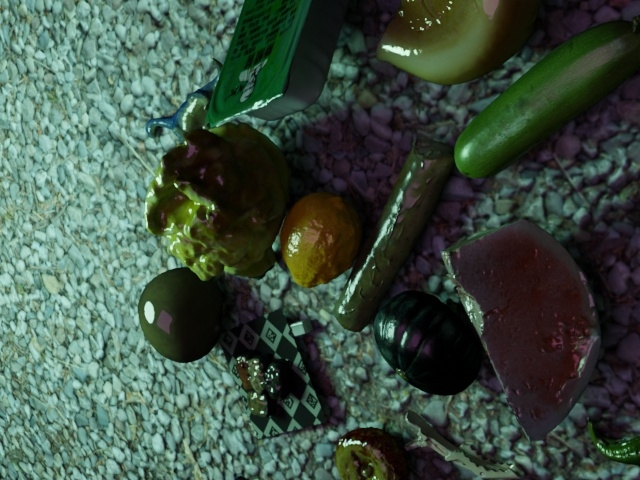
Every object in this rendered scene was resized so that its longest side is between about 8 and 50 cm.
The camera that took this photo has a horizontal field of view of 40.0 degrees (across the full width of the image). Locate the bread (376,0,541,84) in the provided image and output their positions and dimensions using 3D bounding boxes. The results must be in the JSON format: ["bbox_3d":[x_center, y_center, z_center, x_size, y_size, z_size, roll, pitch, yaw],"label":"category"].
[{"bbox_3d":[0.188,-0.396,1.280,0.333,0.160,0.333,15,113,39],"label":"bread"}]

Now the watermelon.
[{"bbox_3d":[0.295,0.132,1.311,0.224,0.180,0.305,-26,86,52],"label":"watermelon"}]

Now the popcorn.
[{"bbox_3d":[-0.178,-0.068,1.538,0.237,0.292,0.293,168,87,-72],"label":"popcorn"}]

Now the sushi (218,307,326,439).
[{"bbox_3d":[-0.116,0.272,1.706,0.219,0.047,0.231,-26,84,44],"label":"sushi"}]

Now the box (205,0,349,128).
[{"bbox_3d":[-0.048,-0.330,1.427,0.264,0.106,0.337,-9,62,56],"label":"box"}]

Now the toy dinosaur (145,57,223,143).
[{"bbox_3d":[-0.261,-0.269,1.701,0.188,0.075,0.248,41,127,31],"label":"toy dinosaur"}]

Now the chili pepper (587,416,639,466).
[{"bbox_3d":[0.538,0.252,1.232,0.359,0.076,0.085,-29,108,37],"label":"chili pepper"}]

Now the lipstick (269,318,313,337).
[{"bbox_3d":[-0.060,0.173,1.675,0.107,0.025,0.025,-20,88,42],"label":"lipstick"}]

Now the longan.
[{"bbox_3d":[-0.275,0.147,1.743,0.189,0.189,0.189,9,105,35],"label":"longan"}]

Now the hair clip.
[{"bbox_3d":[0.238,0.368,1.496,0.226,0.034,0.072,22,116,29],"label":"hair clip"}]

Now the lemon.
[{"bbox_3d":[0.000,0.000,1.520,0.142,0.142,0.187,35,119,25],"label":"lemon"}]

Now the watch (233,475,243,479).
[{"bbox_3d":[-0.156,0.677,1.841,0.274,0.068,0.276,50,124,22],"label":"watch"}]

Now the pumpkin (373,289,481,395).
[{"bbox_3d":[0.172,0.168,1.414,0.150,0.194,0.194,-48,71,11],"label":"pumpkin"}]

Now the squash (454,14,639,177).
[{"bbox_3d":[0.332,-0.209,1.258,0.378,0.101,0.101,-37,78,38],"label":"squash"}]

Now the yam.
[{"bbox_3d":[0.120,0.001,1.477,0.083,0.083,0.372,37,120,24],"label":"yam"}]

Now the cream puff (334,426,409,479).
[{"bbox_3d":[0.097,0.401,1.575,0.149,0.084,0.149,13,111,36],"label":"cream puff"}]
